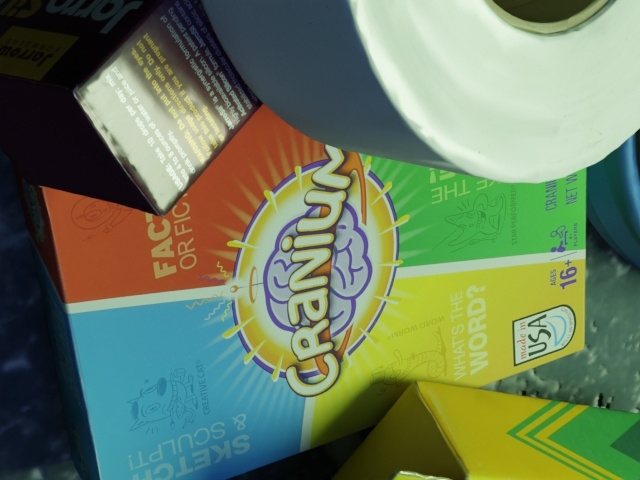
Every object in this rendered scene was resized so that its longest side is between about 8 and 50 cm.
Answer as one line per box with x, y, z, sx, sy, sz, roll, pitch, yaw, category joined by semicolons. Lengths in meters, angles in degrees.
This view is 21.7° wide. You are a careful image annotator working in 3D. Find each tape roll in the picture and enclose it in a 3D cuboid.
0.072;-0.172;0.749;0.286;0.100;0.286;-14;110;-41;tape roll

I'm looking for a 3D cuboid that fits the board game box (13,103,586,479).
0.000;0.000;0.941;0.316;0.064;0.242;-18;125;-18;board game box

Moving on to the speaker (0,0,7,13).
-0.215;-0.100;0.772;0.136;0.055;0.055;-13;123;-21;speaker

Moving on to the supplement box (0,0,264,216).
-0.067;-0.109;0.776;0.188;0.104;0.081;-51;132;-24;supplement box

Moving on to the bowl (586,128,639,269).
0.329;-0.122;1.022;0.391;0.077;0.391;-11;123;-18;bowl

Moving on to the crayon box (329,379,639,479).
0.095;0.191;1.046;0.318;0.081;0.202;13;126;-41;crayon box
